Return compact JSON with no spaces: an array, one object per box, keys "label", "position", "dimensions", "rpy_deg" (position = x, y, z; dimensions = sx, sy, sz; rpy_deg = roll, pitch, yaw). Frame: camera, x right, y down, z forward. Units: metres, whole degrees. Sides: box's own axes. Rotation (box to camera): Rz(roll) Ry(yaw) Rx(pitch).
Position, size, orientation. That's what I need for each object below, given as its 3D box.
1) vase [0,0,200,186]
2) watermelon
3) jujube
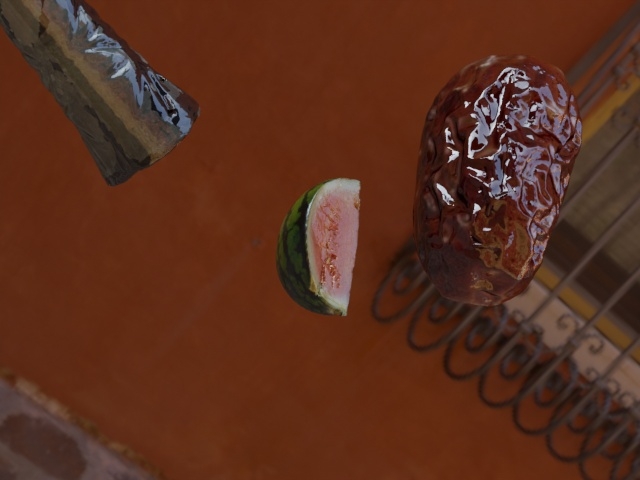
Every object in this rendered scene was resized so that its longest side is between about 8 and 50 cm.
[{"label":"vase","position":[-0.126,-0.104,0.439],"dimensions":[0.167,0.059,0.059],"rpy_deg":[51,9,-22]},{"label":"watermelon","position":[-0.007,-0.006,1.041],"dimensions":[0.069,0.087,0.163],"rpy_deg":[80,14,-61]},{"label":"jujube","position":[0.080,-0.028,0.463],"dimensions":[0.077,0.077,0.129],"rpy_deg":[35,52,-27]}]
